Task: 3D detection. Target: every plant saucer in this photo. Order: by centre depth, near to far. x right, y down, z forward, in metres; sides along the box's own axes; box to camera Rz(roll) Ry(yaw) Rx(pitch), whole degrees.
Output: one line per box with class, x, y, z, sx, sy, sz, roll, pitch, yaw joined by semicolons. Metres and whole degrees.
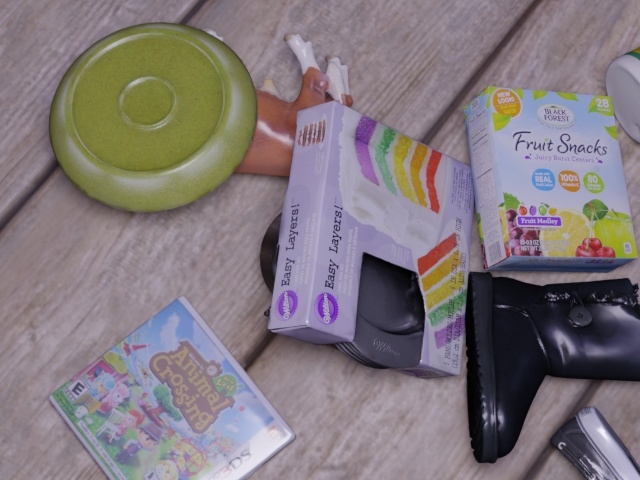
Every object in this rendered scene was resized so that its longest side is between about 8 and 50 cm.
plant saucer;-0.192;-0.150;1.396;0.241;0.037;0.241;-1;69;3

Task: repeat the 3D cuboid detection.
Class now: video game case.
video game case;-0.167;0.200;1.399;0.193;0.023;0.212;-38;78;-12

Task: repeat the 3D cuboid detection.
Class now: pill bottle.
pill bottle;0.463;-0.205;1.494;0.208;0.117;0.117;-24;76;-9

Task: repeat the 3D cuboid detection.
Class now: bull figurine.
bull figurine;-0.105;-0.149;1.462;0.310;0.101;0.188;6;77;0

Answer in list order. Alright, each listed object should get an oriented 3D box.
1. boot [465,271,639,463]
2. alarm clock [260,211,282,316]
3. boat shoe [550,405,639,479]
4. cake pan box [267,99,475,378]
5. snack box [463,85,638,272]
boot;0.268;0.137;1.374;0.207;0.094;0.246;4;49;1
alarm clock;0.000;0.000;1.419;0.129;0.064;0.192;12;94;-25
boat shoe;0.336;0.296;1.369;0.076;0.080;0.228;-35;82;12
cake pan box;0.064;0.010;1.369;0.246;0.070;0.266;22;68;-37
snack box;0.267;-0.070;1.447;0.175;0.070;0.207;1;72;-23
